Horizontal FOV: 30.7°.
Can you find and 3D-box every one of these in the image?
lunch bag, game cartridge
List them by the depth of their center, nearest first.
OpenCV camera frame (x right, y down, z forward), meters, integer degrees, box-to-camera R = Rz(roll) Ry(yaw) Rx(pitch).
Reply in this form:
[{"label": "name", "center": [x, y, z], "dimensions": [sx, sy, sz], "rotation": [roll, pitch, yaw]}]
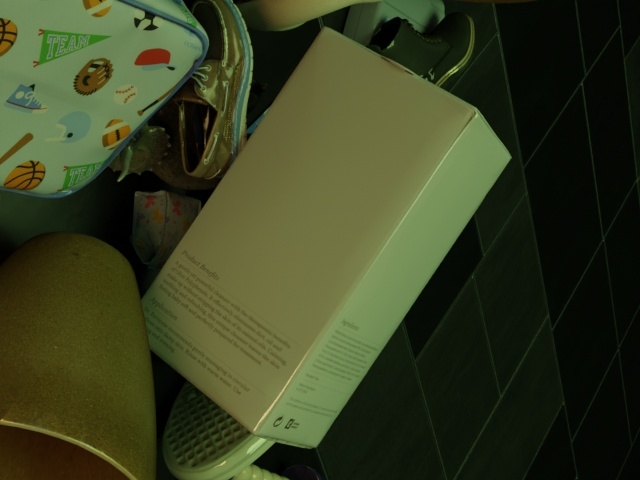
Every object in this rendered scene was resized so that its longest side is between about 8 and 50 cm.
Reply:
[{"label": "lunch bag", "center": [-0.244, -0.159, 0.958], "dimensions": [0.243, 0.115, 0.303], "rotation": [-46, 153, 19]}, {"label": "lunch bag", "center": [-0.170, -0.009, 1.269], "dimensions": [0.071, 0.053, 0.083], "rotation": [11, 78, -60]}, {"label": "game cartridge", "center": [0.091, -0.225, 1.627], "dimensions": [0.198, 0.062, 0.297], "rotation": [15, 85, -62]}]

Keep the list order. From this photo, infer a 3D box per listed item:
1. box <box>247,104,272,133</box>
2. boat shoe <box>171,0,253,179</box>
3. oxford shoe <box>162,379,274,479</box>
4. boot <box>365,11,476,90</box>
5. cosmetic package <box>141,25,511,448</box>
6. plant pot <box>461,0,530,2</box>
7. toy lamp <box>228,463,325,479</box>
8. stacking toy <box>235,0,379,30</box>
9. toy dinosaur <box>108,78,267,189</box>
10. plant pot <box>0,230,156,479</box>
[{"label": "box", "center": [-0.046, -0.071, 1.458], "dimensions": [0.109, 0.042, 0.178], "rotation": [-51, 137, -40]}, {"label": "boat shoe", "center": [-0.108, -0.148, 1.132], "dimensions": [0.066, 0.066, 0.183], "rotation": [-19, 110, -52]}, {"label": "oxford shoe", "center": [-0.032, 0.151, 1.427], "dimensions": [0.449, 0.169, 0.130], "rotation": [-51, 139, -46]}, {"label": "boot", "center": [0.140, -0.275, 1.581], "dimensions": [0.137, 0.077, 0.198], "rotation": [57, 50, -40]}, {"label": "cosmetic package", "center": [0.000, 0.000, 1.160], "dimensions": [0.365, 0.197, 0.155], "rotation": [-54, 153, 1]}, {"label": "plant pot", "center": [0.212, -0.430, 1.536], "dimensions": [0.291, 0.291, 0.203], "rotation": [1, 95, -58]}, {"label": "toy lamp", "center": [-0.065, 0.308, 1.485], "dimensions": [0.275, 0.080, 0.080], "rotation": [37, 66, -55]}, {"label": "stacking toy", "center": [-0.019, -0.495, 1.241], "dimensions": [0.350, 0.351, 0.479], "rotation": [-42, 112, -45]}, {"label": "toy dinosaur", "center": [-0.145, -0.121, 1.245], "dimensions": [0.313, 0.121, 0.160], "rotation": [23, 88, -59]}, {"label": "plant pot", "center": [-0.244, 0.124, 1.037], "dimensions": [0.254, 0.237, 0.237], "rotation": [-84, 157, -44]}]
